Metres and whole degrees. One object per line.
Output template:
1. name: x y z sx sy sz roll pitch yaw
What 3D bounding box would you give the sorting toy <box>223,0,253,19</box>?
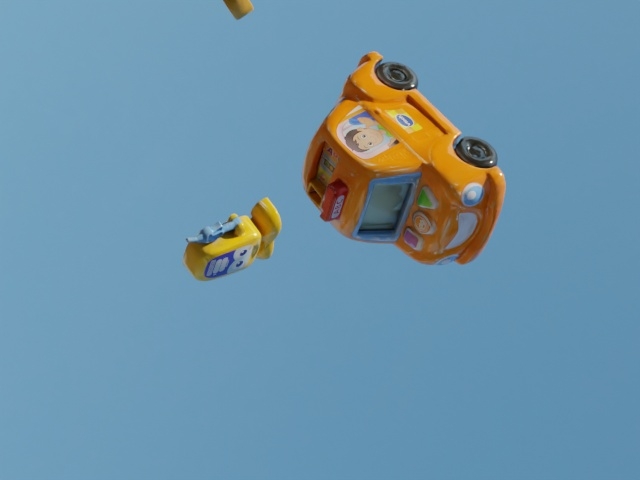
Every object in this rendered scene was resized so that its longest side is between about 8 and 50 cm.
1. sorting toy: -0.145 -0.231 0.746 0.047 0.347 0.196 -35 -163 3

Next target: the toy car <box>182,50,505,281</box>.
1. toy car: 0.000 0.000 0.466 0.060 0.040 0.122 58 -36 12
